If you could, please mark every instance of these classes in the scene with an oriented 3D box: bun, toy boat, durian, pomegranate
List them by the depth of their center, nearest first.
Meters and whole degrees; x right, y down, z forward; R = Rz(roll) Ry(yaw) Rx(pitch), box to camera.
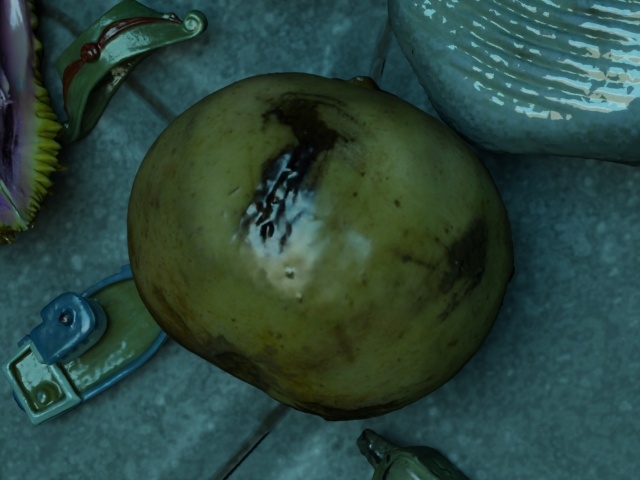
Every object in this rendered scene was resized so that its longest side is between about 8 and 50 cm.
[{"bbox_3d":[0.000,0.000,1.613,0.322,0.322,0.322,-2,83,16],"label":"pomegranate"},{"bbox_3d":[0.226,-0.229,1.632,0.354,0.194,0.354,-1,86,18],"label":"bun"},{"bbox_3d":[-0.207,0.088,1.766,0.215,0.102,0.088,-34,78,9],"label":"toy boat"},{"bbox_3d":[-0.190,-0.168,1.800,0.185,0.089,0.071,-39,89,19],"label":"toy boat"},{"bbox_3d":[-0.307,-0.122,1.811,0.191,0.112,0.341,-44,50,49],"label":"durian"}]

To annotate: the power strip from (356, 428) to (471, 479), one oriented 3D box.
[{"bbox_3d":[0.172,0.294,1.638,0.387,0.092,0.066,42,100,16],"label":"power strip"}]
